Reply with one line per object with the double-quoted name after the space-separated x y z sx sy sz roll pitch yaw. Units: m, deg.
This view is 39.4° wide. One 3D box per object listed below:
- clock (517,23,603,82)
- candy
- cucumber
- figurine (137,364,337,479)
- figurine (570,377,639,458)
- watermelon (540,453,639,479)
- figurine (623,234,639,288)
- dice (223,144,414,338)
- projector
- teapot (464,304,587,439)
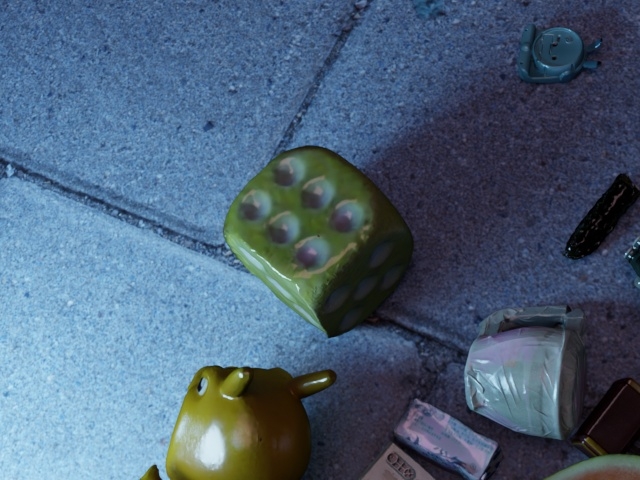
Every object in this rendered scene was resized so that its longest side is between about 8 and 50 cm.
0.437 -0.340 1.625 0.147 0.045 0.108 6 70 17 "clock"
0.195 0.311 1.374 0.160 0.092 0.073 26 74 22 "candy"
0.464 -0.037 1.480 0.053 0.053 0.181 39 83 26 "cucumber"
-0.101 0.379 1.330 0.400 0.268 0.387 0 80 27 "figurine"
0.459 0.271 1.332 0.098 0.082 0.154 41 81 13 "figurine"
0.382 0.415 1.259 0.303 0.128 0.159 -31 17 15 "watermelon"
0.559 0.065 1.374 0.192 0.126 0.147 42 118 20 "figurine"
0.000 0.000 1.487 0.238 0.233 0.227 40 81 26 "dice"
0.129 0.400 1.369 0.147 0.061 0.115 39 80 26 "projector"
0.309 0.182 1.362 0.178 0.163 0.222 4 68 25 "teapot"
